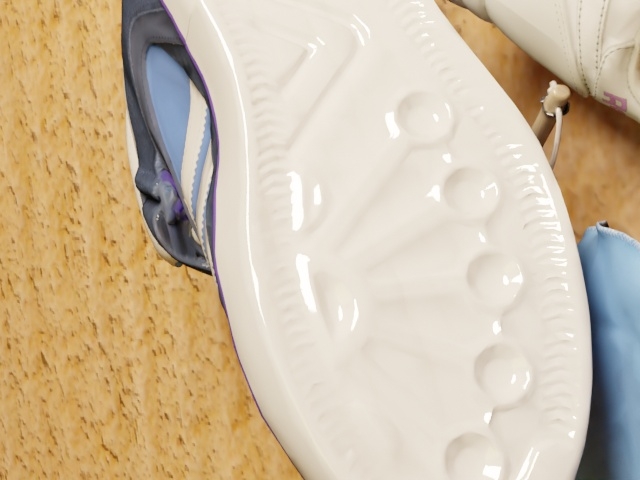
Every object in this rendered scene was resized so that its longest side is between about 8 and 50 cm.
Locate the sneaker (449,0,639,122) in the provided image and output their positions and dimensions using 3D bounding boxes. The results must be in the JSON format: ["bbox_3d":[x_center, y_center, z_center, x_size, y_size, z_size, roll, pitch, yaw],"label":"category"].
[{"bbox_3d":[0.156,-0.168,0.488,0.152,0.114,0.305,47,136,20],"label":"sneaker"}]

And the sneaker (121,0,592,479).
[{"bbox_3d":[-0.001,0.000,0.631,0.236,0.130,0.323,107,144,-67],"label":"sneaker"}]

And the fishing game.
[{"bbox_3d":[0.117,0.080,0.544,0.189,0.041,0.264,106,153,-57],"label":"fishing game"}]
